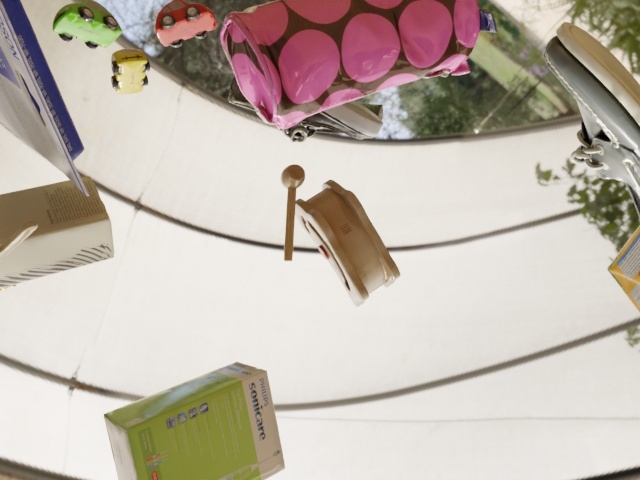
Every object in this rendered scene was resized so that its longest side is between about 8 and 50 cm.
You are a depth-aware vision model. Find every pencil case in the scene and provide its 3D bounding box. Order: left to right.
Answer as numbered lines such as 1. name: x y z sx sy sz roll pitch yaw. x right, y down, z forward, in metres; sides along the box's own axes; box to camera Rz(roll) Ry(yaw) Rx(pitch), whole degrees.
1. pencil case: 0.030 -0.156 0.483 0.095 0.209 0.098 34 141 58

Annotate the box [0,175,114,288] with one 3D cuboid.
1. box: -0.461 -0.003 0.903 0.275 0.094 0.113 -16 -129 -26

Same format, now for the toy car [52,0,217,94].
1. toy car: -0.312 -0.328 0.948 0.225 0.239 0.053 2 -116 -57

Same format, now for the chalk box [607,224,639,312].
1. chalk box: 0.668 0.032 0.983 0.288 0.180 0.179 -13 -126 -15

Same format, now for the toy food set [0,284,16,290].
1. toy food set: -0.612 0.030 1.225 0.071 0.218 0.128 29 -165 -32

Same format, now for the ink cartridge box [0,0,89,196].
1. ink cartridge box: -0.424 -0.248 0.810 0.307 0.304 0.072 32 -121 23

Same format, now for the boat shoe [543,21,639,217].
1. boat shoe: 0.324 -0.089 0.643 0.319 0.099 0.116 39 -142 -21

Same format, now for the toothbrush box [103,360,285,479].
1. toothbrush box: -0.224 0.373 1.118 0.283 0.122 0.206 -16 -80 -36

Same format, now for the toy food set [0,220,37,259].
1. toy food set: -0.352 0.007 0.512 0.039 0.132 0.192 59 -160 6

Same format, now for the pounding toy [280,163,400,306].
1. pounding toy: 0.000 0.000 1.008 0.270 0.154 0.154 59 169 -10

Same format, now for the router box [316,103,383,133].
1. router box: 0.055 -0.233 1.156 0.122 0.038 0.092 5 -154 11

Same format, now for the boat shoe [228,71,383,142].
1. boat shoe: -0.037 -0.224 1.056 0.306 0.105 0.113 27 -161 18
